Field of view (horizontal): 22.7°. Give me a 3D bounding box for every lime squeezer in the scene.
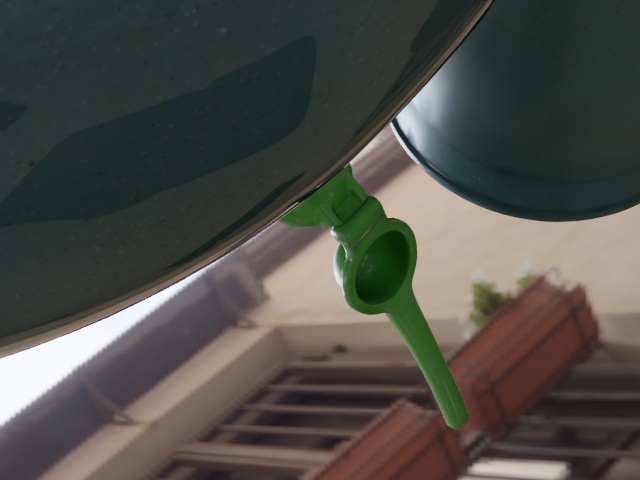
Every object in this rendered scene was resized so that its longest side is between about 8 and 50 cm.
[{"bbox_3d":[0.000,0.000,0.902,0.310,0.110,0.059,46,-128,-12],"label":"lime squeezer"}]

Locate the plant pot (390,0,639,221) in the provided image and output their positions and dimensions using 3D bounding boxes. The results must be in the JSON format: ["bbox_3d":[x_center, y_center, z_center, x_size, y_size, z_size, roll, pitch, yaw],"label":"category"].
[{"bbox_3d":[0.183,-0.194,1.199,0.271,0.255,0.272,0,-120,0],"label":"plant pot"}]

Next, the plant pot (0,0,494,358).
[{"bbox_3d":[-0.052,-0.122,0.487,0.195,0.290,0.290,-12,-86,-4],"label":"plant pot"}]
